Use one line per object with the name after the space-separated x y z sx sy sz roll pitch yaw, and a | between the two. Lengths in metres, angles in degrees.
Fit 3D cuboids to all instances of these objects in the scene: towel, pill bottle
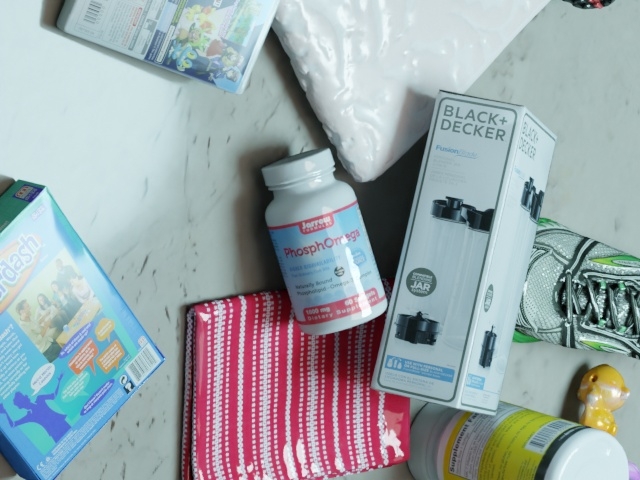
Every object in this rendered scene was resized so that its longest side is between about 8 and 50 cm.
0.066 -0.275 1.854 0.317 0.053 0.332 -46 125 -25 | towel
-0.016 0.142 1.892 0.275 0.031 0.199 -6 103 -41 | towel
0.000 0.000 1.823 0.087 0.087 0.160 -24 100 -36 | pill bottle
0.192 0.224 1.975 0.119 0.208 0.119 -10 106 -40 | pill bottle

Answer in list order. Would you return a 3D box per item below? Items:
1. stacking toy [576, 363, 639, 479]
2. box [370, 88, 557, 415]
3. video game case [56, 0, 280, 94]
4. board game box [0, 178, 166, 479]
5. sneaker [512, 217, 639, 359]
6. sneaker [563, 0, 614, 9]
0.283 0.279 2.133 0.166 0.175 0.302 28 67 -43 | stacking toy
0.141 0.016 1.896 0.169 0.087 0.290 26 76 -70 | box
-0.107 -0.243 1.681 0.183 0.023 0.201 18 99 -33 | video game case
-0.241 0.079 1.661 0.160 0.047 0.210 -47 127 -24 | board game box
0.307 0.058 2.084 0.343 0.146 0.134 8 94 -42 | sneaker
0.244 -0.366 1.984 0.125 0.104 0.262 -59 137 -39 | sneaker
